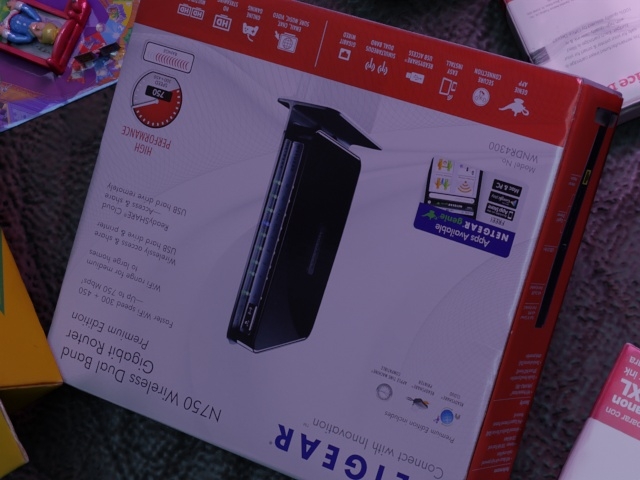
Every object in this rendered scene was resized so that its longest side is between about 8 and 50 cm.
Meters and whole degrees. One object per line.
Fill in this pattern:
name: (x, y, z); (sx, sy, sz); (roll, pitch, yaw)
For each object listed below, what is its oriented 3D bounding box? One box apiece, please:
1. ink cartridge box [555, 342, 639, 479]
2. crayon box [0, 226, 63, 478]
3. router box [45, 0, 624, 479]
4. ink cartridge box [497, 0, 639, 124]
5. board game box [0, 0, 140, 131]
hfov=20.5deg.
ink cartridge box: (0.188, 0.202, 1.160); (0.100, 0.172, 0.237); (26, 83, 11)
crayon box: (-0.313, 0.050, 1.261); (0.202, 0.081, 0.319); (-30, 75, 26)
router box: (0.000, 0.000, 1.189); (0.335, 0.082, 0.301); (18, 95, 27)
ink cartridge box: (0.195, -0.150, 1.290); (0.099, 0.056, 0.135); (-22, 76, 2)
board game box: (-0.221, -0.167, 1.355); (0.168, 0.033, 0.133); (-23, 77, 1)
